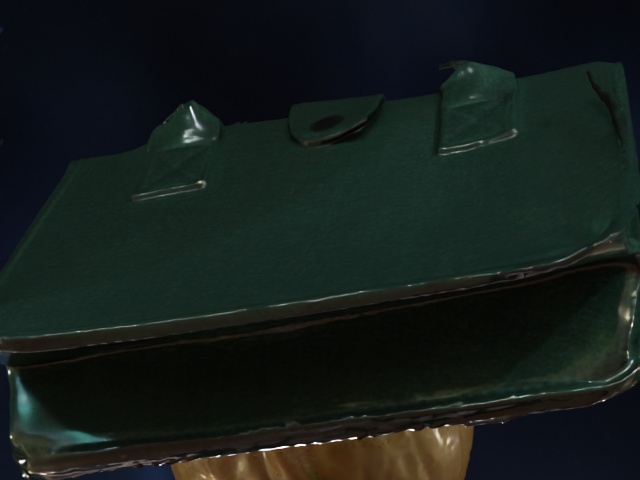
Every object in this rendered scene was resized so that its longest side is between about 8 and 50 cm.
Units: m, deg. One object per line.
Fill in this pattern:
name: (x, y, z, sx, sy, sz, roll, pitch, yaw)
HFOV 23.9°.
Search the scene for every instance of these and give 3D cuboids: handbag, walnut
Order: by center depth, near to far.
handbag: (0.000, 0.000, 0.765, 0.326, 0.238, 0.089, -11, -61, 13)
walnut: (-0.008, 0.136, 1.334, 0.277, 0.252, 0.313, -42, -102, 40)
